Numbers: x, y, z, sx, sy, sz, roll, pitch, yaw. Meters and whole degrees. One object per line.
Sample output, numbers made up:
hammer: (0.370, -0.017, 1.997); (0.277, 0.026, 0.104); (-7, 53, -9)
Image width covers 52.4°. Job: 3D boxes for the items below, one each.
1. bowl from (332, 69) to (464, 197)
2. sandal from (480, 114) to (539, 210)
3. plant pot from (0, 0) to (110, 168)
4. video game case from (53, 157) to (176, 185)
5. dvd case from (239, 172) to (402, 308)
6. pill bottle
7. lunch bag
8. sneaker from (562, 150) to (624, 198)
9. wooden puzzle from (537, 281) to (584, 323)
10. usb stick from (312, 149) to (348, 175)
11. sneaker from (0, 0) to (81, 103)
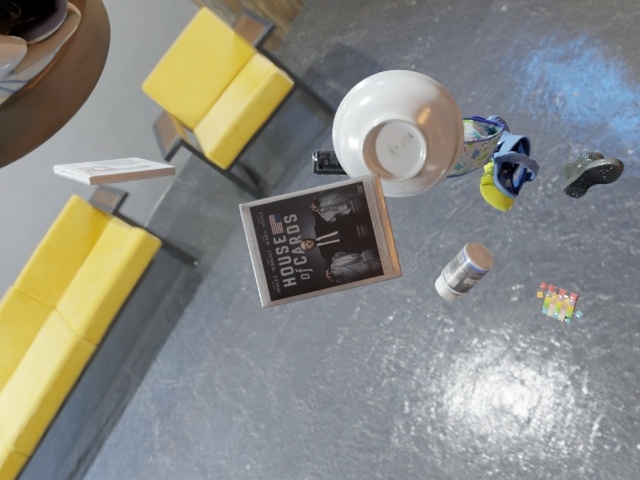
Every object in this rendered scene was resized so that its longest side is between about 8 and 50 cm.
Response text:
bowl: (0.165, -0.212, 1.422); (0.298, 0.298, 0.134); (-39, 12, 23)
sandal: (0.479, -0.217, 1.649); (0.138, 0.126, 0.317); (-45, 29, 38)
plant pot: (-0.394, -0.252, 0.579); (0.323, 0.280, 0.323); (-2, 63, 4)
video game case: (-0.354, -0.121, 1.120); (0.143, 0.157, 0.019); (17, 112, 44)
dvd case: (0.000, 0.000, 1.081); (0.238, 0.179, 0.029); (-13, 0, -2)
pill bottle: (0.325, 0.073, 1.477); (0.078, 0.078, 0.137); (-88, 23, -44)
lunch bag: (0.352, -0.224, 1.546); (0.129, 0.151, 0.096); (102, 158, -55)
sneaker: (0.495, -0.134, 1.185); (0.089, 0.051, 0.170); (-59, 4, -22)
wooden puzzle: (0.386, 0.103, 1.051); (0.083, 0.006, 0.049); (22, 107, 43)
usb stick: (0.118, -0.197, 1.662); (0.045, 0.277, 0.077); (100, 169, -60)
sneaker: (-0.217, -0.148, 0.440); (0.129, 0.111, 0.297); (-21, 37, 7)
